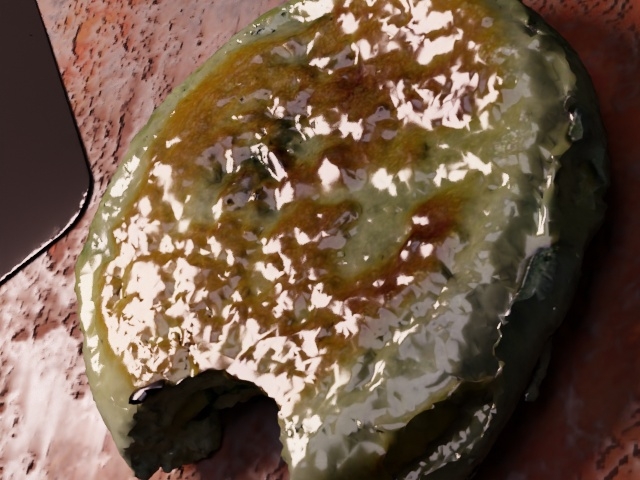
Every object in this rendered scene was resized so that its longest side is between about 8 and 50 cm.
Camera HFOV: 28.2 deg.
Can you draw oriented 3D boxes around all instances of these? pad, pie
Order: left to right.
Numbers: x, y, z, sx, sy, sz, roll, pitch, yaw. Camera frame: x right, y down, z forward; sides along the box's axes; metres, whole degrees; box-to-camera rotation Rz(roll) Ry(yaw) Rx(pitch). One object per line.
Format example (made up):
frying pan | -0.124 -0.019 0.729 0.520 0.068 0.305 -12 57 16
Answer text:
pad | -0.247 -0.062 0.881 0.181 0.004 0.267 -36 48 14
pie | 0.003 -0.007 0.624 0.302 0.067 0.303 -17 55 26
